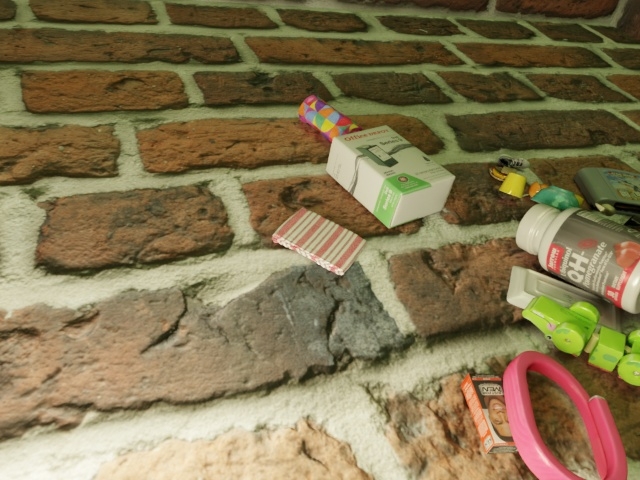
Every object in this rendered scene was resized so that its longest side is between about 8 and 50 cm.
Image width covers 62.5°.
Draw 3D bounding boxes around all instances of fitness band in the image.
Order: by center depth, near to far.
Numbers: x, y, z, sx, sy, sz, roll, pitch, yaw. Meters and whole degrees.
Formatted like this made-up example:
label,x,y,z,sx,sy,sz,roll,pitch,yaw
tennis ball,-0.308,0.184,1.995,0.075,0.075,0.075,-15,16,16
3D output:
label,x,y,z,sx,sy,sz,roll,pitch,yaw
fitness band,0.436,0.325,0.952,0.209,0.054,0.291,24,35,-8

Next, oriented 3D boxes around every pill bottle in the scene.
label,x,y,z,sx,sy,sz,roll,pitch,yaw
pill bottle,0.647,0.026,1.273,0.176,0.176,0.318,-19,35,-32

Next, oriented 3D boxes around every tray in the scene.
label,x,y,z,sx,sy,sz,roll,pitch,yaw
tray,0.585,0.144,1.255,0.270,0.030,0.145,22,42,11

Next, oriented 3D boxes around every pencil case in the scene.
label,x,y,z,sx,sy,sz,roll,pitch,yaw
pencil case,0.034,-0.357,1.633,0.104,0.104,0.236,-22,53,-34

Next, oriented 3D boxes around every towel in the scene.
label,x,y,z,sx,sy,sz,roll,pitch,yaw
towel,0.000,0.000,1.268,0.197,0.029,0.144,28,42,13

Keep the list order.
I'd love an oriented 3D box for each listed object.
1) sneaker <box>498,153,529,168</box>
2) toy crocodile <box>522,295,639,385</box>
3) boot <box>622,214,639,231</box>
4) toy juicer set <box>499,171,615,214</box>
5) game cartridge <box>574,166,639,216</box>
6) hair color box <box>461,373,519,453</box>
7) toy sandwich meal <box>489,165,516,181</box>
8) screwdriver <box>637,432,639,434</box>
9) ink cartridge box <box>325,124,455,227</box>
label,x,y,z,sx,sy,sz,roll,pitch,yaw
sneaker,0.619,-0.246,1.699,0.098,0.038,0.069,18,28,20
toy crocodile,0.598,0.227,1.121,0.340,0.105,0.115,28,43,23
boot,0.893,0.077,1.383,0.280,0.096,0.264,44,39,19
toy juicer set,0.679,-0.094,1.473,0.209,0.089,0.329,10,15,-34
game cartridge,0.978,-0.154,1.685,0.297,0.062,0.198,8,45,-6
hair color box,0.319,0.317,0.975,0.072,0.043,0.141,3,42,-14
toy sandwich meal,0.575,-0.216,1.663,0.085,0.029,0.085,8,41,-7
screwdriver,0.688,0.358,1.050,0.170,0.024,0.025,-10,16,-16
ink cartridge box,0.184,-0.184,1.452,0.211,0.121,0.289,-19,50,-33
